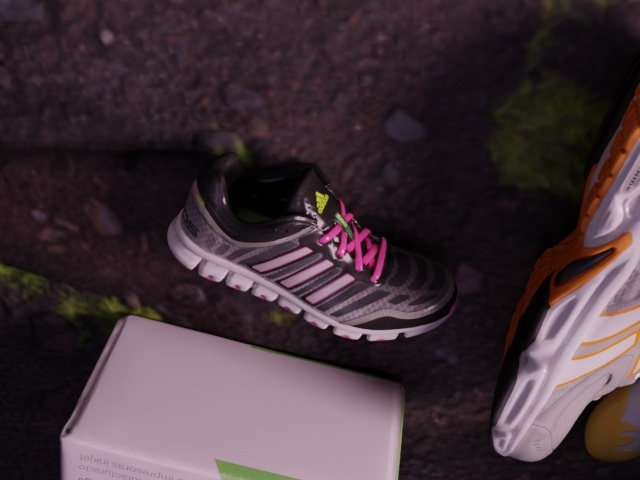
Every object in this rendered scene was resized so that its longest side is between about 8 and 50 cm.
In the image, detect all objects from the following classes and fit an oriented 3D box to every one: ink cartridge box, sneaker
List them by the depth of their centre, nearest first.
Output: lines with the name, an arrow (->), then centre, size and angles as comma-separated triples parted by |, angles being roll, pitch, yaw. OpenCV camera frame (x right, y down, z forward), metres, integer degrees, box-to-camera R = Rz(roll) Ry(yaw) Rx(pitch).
sneaker -> 0.172, 0.035, 0.428 | 0.121, 0.099, 0.262 | 21, 127, 6
sneaker -> 0.000, 0.000, 0.462 | 0.170, 0.063, 0.075 | 19, 132, 1
ink cartridge box -> -0.071, 0.206, 0.590 | 0.198, 0.115, 0.273 | 13, 126, 0

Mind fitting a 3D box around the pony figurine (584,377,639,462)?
pony figurine -> 0.322, 0.172, 0.435 | 0.351, 0.303, 0.363 | 41, 137, -10
